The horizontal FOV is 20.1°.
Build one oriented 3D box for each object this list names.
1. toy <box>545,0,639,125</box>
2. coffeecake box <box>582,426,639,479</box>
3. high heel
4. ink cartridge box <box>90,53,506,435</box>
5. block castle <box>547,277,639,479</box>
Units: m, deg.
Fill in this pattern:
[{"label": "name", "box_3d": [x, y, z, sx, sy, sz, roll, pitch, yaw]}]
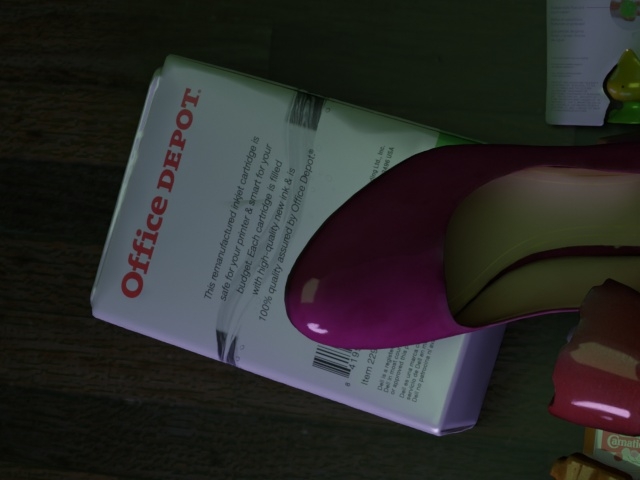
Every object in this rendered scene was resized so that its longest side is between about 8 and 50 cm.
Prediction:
[{"label": "toy", "box_3d": [0.234, -0.202, 1.321, 0.137, 0.056, 0.237, 4, 97, 33]}, {"label": "coffeecake box", "box_3d": [0.255, 0.223, 1.288, 0.142, 0.068, 0.185, 6, 89, 19]}, {"label": "high heel", "box_3d": [0.166, -0.001, 1.170, 0.181, 0.377, 0.127, 20, 126, 51]}, {"label": "ink cartridge box", "box_3d": [0.000, 0.000, 1.355, 0.289, 0.121, 0.211, 18, 93, 18]}, {"label": "block castle", "box_3d": [0.159, 0.258, 1.123, 0.213, 0.303, 0.453, 22, 93, 20]}]
